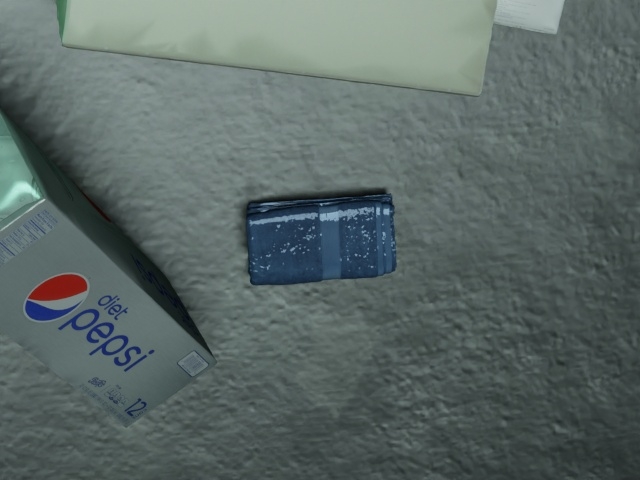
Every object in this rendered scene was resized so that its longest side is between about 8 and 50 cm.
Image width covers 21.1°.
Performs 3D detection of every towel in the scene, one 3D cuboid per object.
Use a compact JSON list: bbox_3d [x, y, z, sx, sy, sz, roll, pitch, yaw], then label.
[{"bbox_3d":[0.000,0.000,1.344,0.119,0.029,0.067,-5,108,-10],"label":"towel"}]

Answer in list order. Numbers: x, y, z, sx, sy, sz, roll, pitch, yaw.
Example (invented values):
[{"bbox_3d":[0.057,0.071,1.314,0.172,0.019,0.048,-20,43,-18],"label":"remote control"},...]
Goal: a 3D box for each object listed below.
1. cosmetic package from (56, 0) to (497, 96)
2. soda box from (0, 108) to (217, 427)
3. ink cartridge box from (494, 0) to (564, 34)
[{"bbox_3d":[-0.033,-0.194,1.214,0.296,0.153,0.129,6,107,-13],"label":"cosmetic package"},{"bbox_3d":[-0.180,0.025,1.205,0.091,0.098,0.286,-35,147,2],"label":"soda box"},{"bbox_3d":[0.161,-0.220,1.306,0.063,0.029,0.115,9,104,-13],"label":"ink cartridge box"}]
